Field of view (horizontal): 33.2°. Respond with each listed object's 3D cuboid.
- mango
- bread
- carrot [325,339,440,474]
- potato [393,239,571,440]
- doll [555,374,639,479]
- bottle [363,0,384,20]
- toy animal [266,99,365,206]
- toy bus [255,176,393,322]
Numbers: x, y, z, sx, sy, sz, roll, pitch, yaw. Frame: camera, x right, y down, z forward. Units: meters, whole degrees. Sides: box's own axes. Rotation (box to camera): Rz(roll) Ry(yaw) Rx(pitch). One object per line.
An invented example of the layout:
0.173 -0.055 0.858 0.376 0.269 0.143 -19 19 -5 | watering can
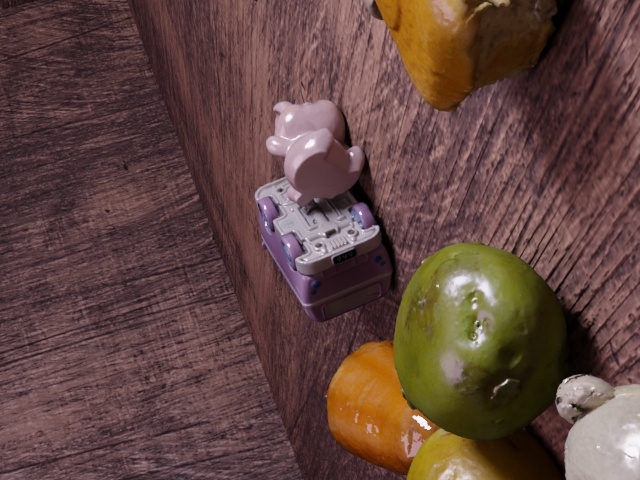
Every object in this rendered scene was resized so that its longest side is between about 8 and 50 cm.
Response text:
0.184 0.295 1.101 0.262 0.167 0.130 52 171 50 | mango
0.092 -0.231 0.842 0.174 0.121 0.246 112 137 -69 | bread
0.118 0.221 1.329 0.225 0.159 0.159 13 120 64 | carrot
0.142 0.095 1.004 0.253 0.148 0.186 100 148 -63 | potato
0.251 0.230 0.771 0.175 0.149 0.278 9 136 40 | doll
0.055 -0.275 1.118 0.045 0.045 0.096 88 162 -51 | bottle
-0.020 -0.152 1.479 0.212 0.124 0.124 -111 11 -46 | toy animal
0.000 0.000 1.503 0.202 0.142 0.142 -124 14 -48 | toy bus
